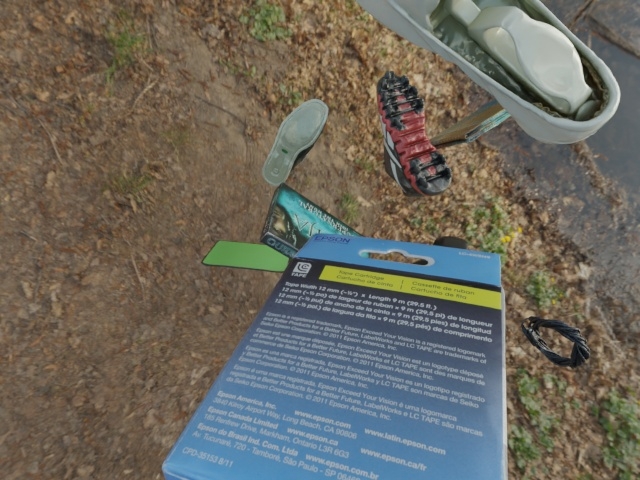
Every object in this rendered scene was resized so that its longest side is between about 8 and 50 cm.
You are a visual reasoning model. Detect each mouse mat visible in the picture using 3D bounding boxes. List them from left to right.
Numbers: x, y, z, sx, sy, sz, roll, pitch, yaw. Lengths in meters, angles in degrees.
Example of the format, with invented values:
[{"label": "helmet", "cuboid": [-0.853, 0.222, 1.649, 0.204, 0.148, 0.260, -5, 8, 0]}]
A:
[{"label": "mouse mat", "cuboid": [-0.163, 0.035, 0.991, 0.190, 0.152, 0.007, 7, 110, 0]}]

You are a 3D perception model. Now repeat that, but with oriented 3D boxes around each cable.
[{"label": "cable", "cuboid": [0.644, 0.274, 1.155, 0.184, 0.151, 0.047, 52, 58, -10]}]

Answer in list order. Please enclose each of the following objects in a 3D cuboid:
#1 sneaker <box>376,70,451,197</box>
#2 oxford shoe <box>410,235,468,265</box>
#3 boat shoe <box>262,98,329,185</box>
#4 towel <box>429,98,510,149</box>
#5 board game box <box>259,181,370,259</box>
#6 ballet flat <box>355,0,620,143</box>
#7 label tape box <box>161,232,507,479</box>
[{"label": "sneaker", "cuboid": [0.172, -0.209, 0.898, 0.098, 0.135, 0.275, -19, 84, -17]}, {"label": "oxford shoe", "cuboid": [0.184, 0.064, 0.679, 0.076, 0.075, 0.212, 17, 29, 31]}, {"label": "boat shoe", "cuboid": [-0.056, -0.232, 0.991, 0.084, 0.233, 0.079, 38, 33, -2]}, {"label": "towel", "cuboid": [0.495, -0.365, 1.243, 0.370, 0.271, 0.040, -33, 101, -8]}, {"label": "board game box", "cuboid": [0.000, 0.000, 0.672, 0.186, 0.026, 0.126, 31, 38, -20]}, {"label": "ballet flat", "cuboid": [0.176, -0.257, 0.479, 0.400, 0.139, 0.139, 39, 75, -3]}, {"label": "label tape box", "cuboid": [0.051, 0.134, 0.446, 0.250, 0.115, 0.347, 8, 34, 17]}]
